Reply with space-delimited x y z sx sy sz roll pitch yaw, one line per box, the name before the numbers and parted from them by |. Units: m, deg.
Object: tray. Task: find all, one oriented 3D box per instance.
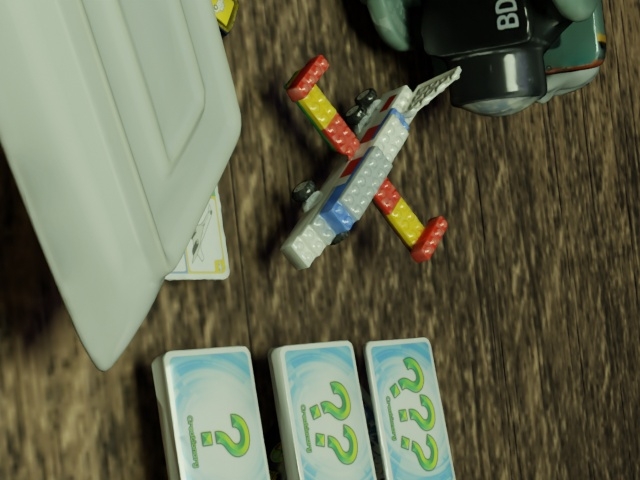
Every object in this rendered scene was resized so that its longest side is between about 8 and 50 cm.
tray | -0.074 -0.099 0.439 0.145 0.030 0.270 -71 155 -47

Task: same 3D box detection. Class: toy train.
toy train | 0.098 -0.235 0.741 0.190 0.142 0.334 -9 92 -63

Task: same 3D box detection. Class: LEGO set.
LEGO set | 0.000 0.000 0.608 0.182 0.060 0.244 2 75 -46

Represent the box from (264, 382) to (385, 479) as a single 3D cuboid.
box | -0.001 0.138 0.630 0.094 0.027 0.137 54 46 -30
